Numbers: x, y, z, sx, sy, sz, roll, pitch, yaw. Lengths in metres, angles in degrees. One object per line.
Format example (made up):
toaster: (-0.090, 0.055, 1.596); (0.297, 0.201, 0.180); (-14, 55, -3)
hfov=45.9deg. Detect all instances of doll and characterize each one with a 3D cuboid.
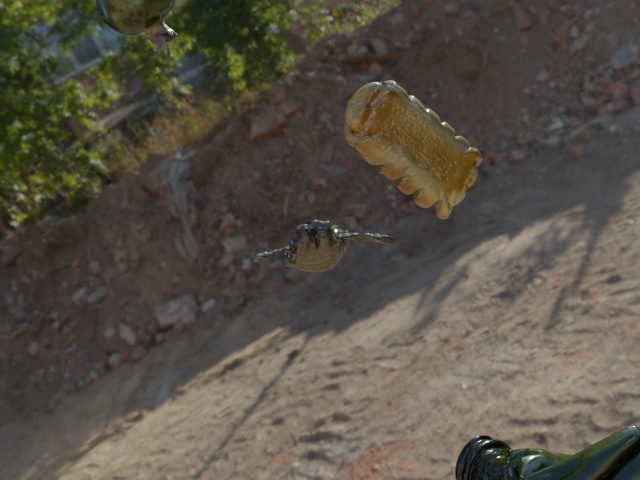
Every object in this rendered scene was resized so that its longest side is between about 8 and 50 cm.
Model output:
doll: (-0.016, 0.007, 1.167); (0.203, 0.091, 0.286); (-24, -4, 26)

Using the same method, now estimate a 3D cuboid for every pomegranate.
pomegranate: (-0.277, -0.360, 1.180); (0.122, 0.161, 0.122); (-33, 11, 7)

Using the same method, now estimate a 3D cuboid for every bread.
bread: (0.180, -0.195, 1.544); (0.172, 0.311, 0.121); (-54, 13, -11)

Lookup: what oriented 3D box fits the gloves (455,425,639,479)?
gloves: (0.257, 0.243, 0.744); (0.268, 0.135, 0.107); (-18, 60, 45)
